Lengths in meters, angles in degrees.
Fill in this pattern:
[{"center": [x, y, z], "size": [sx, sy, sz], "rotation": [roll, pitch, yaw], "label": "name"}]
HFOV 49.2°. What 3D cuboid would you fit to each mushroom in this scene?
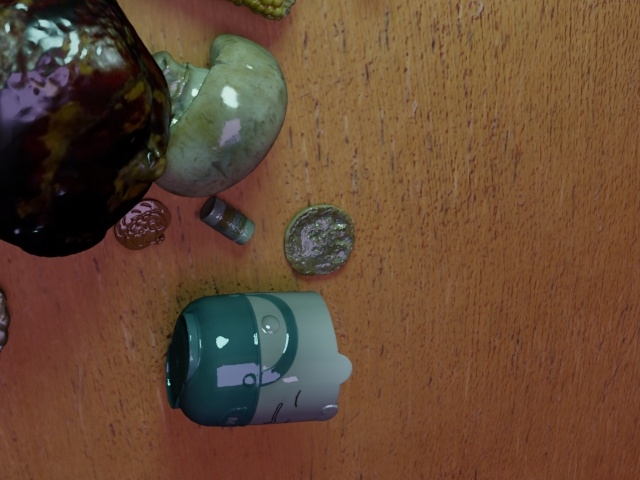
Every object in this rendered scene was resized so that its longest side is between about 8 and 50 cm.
[{"center": [-0.157, -0.176, 0.989], "size": [0.195, 0.189, 0.254], "rotation": [36, 93, -34], "label": "mushroom"}]

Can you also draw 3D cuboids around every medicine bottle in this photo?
[{"center": [-0.151, -0.031, 1.135], "size": [0.083, 0.047, 0.047], "rotation": [35, 96, -30], "label": "medicine bottle"}]

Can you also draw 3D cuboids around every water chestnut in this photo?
[{"center": [-0.349, -0.171, 0.817], "size": [0.335, 0.346, 0.335], "rotation": [-49, 163, -20], "label": "water chestnut"}]

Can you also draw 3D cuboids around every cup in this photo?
[{"center": [-0.120, 0.213, 1.174], "size": [0.257, 0.219, 0.290], "rotation": [1, 143, -23], "label": "cup"}]

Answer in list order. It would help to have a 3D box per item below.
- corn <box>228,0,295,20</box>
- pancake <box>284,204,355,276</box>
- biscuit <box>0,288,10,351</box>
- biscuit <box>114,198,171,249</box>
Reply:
[{"center": [-0.169, -0.411, 0.917], "size": [0.346, 0.130, 0.130], "rotation": [28, 99, -33], "label": "corn"}, {"center": [0.000, 0.000, 1.227], "size": [0.139, 0.022, 0.140], "rotation": [-8, 114, -19], "label": "pancake"}, {"center": [-0.562, 0.097, 1.020], "size": [0.187, 0.036, 0.274], "rotation": [-34, 120, -7], "label": "biscuit"}, {"center": [-0.277, -0.021, 1.103], "size": [0.091, 0.015, 0.078], "rotation": [-45, 121, 0], "label": "biscuit"}]
